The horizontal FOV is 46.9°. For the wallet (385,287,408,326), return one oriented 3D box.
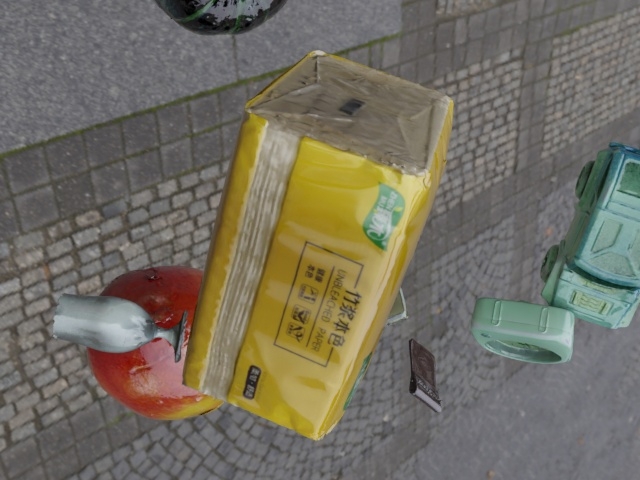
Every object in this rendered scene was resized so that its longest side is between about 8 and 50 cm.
[{"bbox_3d":[0.142,0.183,1.883,0.155,0.110,0.039,-20,130,10],"label":"wallet"}]

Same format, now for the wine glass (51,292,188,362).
[{"bbox_3d":[-0.345,0.149,1.287,0.222,0.103,0.103,12,103,-9],"label":"wine glass"}]

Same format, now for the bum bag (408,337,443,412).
[{"bbox_3d":[0.244,0.312,1.722,0.109,0.026,0.159,39,37,-33],"label":"bum bag"}]

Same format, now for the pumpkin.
[{"bbox_3d":[-0.170,-0.517,1.320,0.315,0.238,0.315,-19,130,-24],"label":"pumpkin"}]

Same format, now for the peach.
[{"bbox_3d":[-0.324,0.211,1.608,0.370,0.370,0.370,-22,124,-38],"label":"peach"}]

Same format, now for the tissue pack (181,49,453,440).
[{"bbox_3d":[0.000,0.000,0.911,0.293,0.228,0.381,-61,171,-59],"label":"tissue pack"}]

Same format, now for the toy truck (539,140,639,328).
[{"bbox_3d":[0.453,-0.006,1.143,0.156,0.155,0.278,-41,151,-71],"label":"toy truck"}]

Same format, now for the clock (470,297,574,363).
[{"bbox_3d":[0.342,0.159,1.237,0.211,0.159,0.066,52,50,-62],"label":"clock"}]
